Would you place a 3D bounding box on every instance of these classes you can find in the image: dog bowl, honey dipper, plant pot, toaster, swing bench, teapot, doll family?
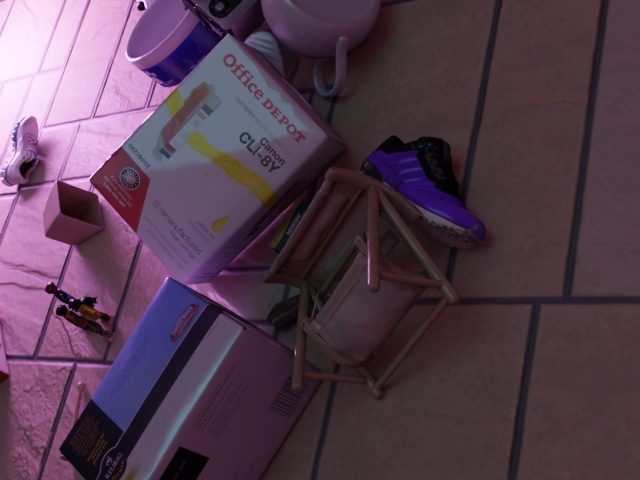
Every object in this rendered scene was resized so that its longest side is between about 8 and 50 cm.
[{"bbox_3d":[-0.315,-0.479,2.139,0.265,0.104,0.265,-31,38,28],"label":"dog bowl"},{"bbox_3d":[-0.487,0.356,1.885,0.030,0.030,0.161,-16,53,31],"label":"honey dipper"},{"bbox_3d":[-0.567,-0.052,2.134,0.096,0.109,0.109,-43,46,27],"label":"plant pot"},{"bbox_3d":[-0.202,-0.483,1.928,0.168,0.186,0.110,43,88,6],"label":"toaster"},{"bbox_3d":[0.052,0.068,1.479,0.253,0.165,0.255,-56,36,35],"label":"swing bench"},{"bbox_3d":[-0.011,-0.447,1.870,0.256,0.252,0.187,-60,3,-33],"label":"teapot"},{"bbox_3d":[-0.501,0.144,1.958,0.193,0.111,0.076,9,71,41],"label":"doll family"}]

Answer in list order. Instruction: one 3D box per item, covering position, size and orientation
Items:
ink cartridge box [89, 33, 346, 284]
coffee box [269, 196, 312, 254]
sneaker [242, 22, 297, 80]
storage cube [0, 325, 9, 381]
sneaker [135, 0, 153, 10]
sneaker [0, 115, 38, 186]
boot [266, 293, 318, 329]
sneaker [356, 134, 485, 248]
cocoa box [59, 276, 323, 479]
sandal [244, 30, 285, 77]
[{"bbox_3d":[-0.189,-0.147,1.769,0.384,0.160,0.279,-44,80,8],"label":"ink cartridge box"},{"bbox_3d":[0.000,0.000,1.698,0.184,0.040,0.113,27,84,44],"label":"coffee box"},{"bbox_3d":[-0.184,-0.308,1.967,0.350,0.131,0.148,-56,31,-11],"label":"sneaker"},{"bbox_3d":[-0.834,0.249,2.093,0.193,0.215,0.184,-34,48,10],"label":"storage cube"},{"bbox_3d":[-0.449,-0.620,2.394,0.073,0.063,0.162,-51,46,7],"label":"sneaker"},{"bbox_3d":[-0.738,-0.224,2.396,0.083,0.071,0.191,3,76,32],"label":"sneaker"},{"bbox_3d":[-0.041,0.136,1.654,0.114,0.037,0.106,-26,39,20],"label":"boot"},{"bbox_3d":[0.179,-0.100,1.574,0.293,0.102,0.146,34,88,44],"label":"sneaker"},{"bbox_3d":[-0.213,0.281,1.570,0.228,0.231,0.347,27,84,44],"label":"cocoa box"},{"bbox_3d":[-0.096,-0.279,1.884,0.102,0.076,0.265,-2,96,13],"label":"sandal"}]
